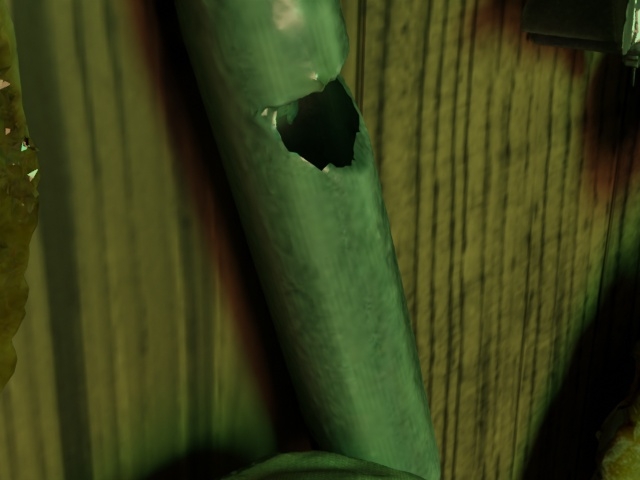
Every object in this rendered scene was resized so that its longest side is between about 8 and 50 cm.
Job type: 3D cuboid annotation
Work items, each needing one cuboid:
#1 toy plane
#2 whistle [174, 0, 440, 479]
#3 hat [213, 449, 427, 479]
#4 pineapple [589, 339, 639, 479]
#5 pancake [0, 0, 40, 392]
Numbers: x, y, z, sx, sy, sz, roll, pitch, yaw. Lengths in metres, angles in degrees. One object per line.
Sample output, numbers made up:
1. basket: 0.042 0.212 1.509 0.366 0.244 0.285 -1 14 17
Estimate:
1. toy plane: 0.176 -0.214 0.573 0.212 0.088 0.267 -3 109 -74
2. whistle: 0.000 0.000 0.491 0.062 0.062 0.312 -41 136 -30
3. hat: 0.011 0.226 0.497 0.232 0.161 0.275 -18 113 -11
4. pineapple: 0.354 0.175 0.788 0.300 0.352 0.352 19 93 -59
5. pancake: -0.210 0.030 0.256 0.356 0.065 0.356 -23 123 -42
